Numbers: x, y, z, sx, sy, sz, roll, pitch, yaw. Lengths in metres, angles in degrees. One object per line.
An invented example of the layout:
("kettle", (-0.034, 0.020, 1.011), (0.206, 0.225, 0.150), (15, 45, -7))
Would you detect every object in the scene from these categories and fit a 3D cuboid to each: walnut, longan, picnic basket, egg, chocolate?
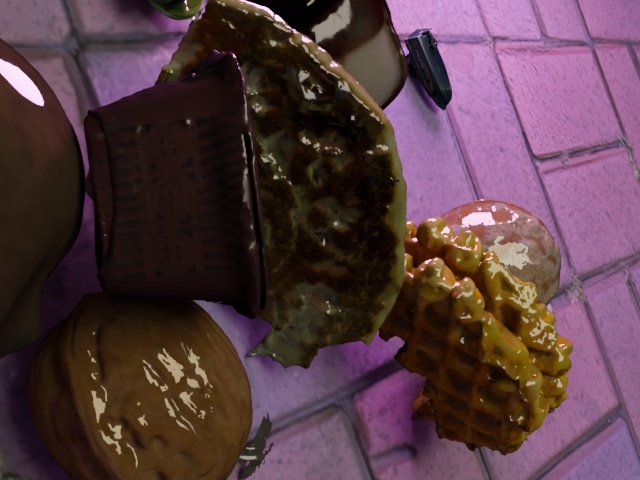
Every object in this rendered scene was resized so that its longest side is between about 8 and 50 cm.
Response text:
("walnut", (-0.166, 0.141, 0.873), (0.213, 0.213, 0.213), (23, 57, -41))
("longan", (-0.318, -0.025, 0.706), (0.297, 0.297, 0.297), (23, 57, -41))
("picnic basket", (-0.136, -0.048, 0.823), (0.129, 0.297, 0.223), (-6, 98, -13))
("egg", (0.243, 0.038, 1.395), (0.245, 0.203, 0.204), (7, 68, -40))
("chocolate", (-0.015, -0.214, 1.157), (0.186, 0.283, 0.284), (48, 43, -24))

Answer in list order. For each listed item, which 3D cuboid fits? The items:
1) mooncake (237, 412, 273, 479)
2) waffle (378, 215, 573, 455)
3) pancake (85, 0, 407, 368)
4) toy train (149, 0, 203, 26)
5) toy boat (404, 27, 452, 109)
("mooncake", (-0.020, 0.369, 1.060), (0.347, 0.057, 0.150), (61, 26, -19))
("waffle", (0.174, 0.130, 1.216), (0.151, 0.261, 0.324), (-47, 111, -24))
("pancake", (-0.049, -0.047, 1.047), (0.427, 0.304, 0.067), (48, 14, -24))
("toy train", (-0.163, -0.397, 1.156), (0.188, 0.159, 0.272), (43, 45, -18))
("toy boat", (0.184, -0.282, 1.580), (0.055, 0.060, 0.141), (-47, 117, -48))
